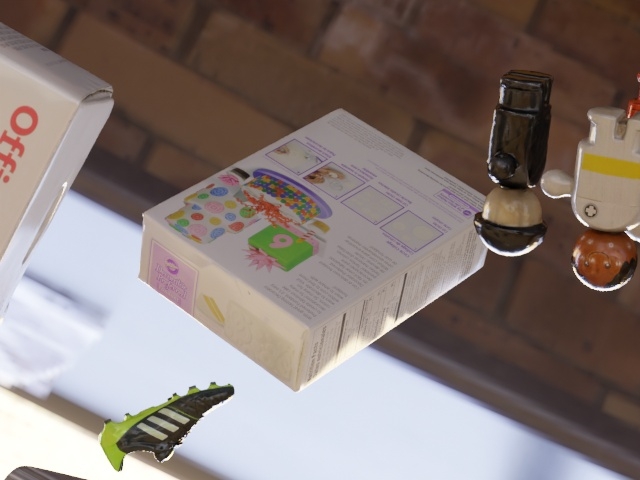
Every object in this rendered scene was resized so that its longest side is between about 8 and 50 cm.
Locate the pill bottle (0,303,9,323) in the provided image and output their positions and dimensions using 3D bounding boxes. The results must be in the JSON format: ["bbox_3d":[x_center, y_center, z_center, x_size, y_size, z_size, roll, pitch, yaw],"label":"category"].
[{"bbox_3d":[-0.436,0.053,1.891,0.152,0.152,0.272,21,180,10],"label":"pill bottle"}]

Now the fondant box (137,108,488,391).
[{"bbox_3d":[0.000,0.000,1.905,0.238,0.330,0.096,34,132,27],"label":"fondant box"}]

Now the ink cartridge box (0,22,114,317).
[{"bbox_3d":[-0.335,-0.082,1.233,0.306,0.226,0.131,28,-171,1],"label":"ink cartridge box"}]

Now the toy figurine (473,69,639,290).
[{"bbox_3d":[0.243,-0.043,1.358,0.213,0.148,0.209,-3,-162,-26],"label":"toy figurine"}]

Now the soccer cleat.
[{"bbox_3d":[-0.183,0.229,2.145,0.060,0.179,0.072,94,153,-80],"label":"soccer cleat"}]

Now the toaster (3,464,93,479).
[{"bbox_3d":[-0.164,0.251,1.161,0.110,0.168,0.186,24,177,28],"label":"toaster"}]
